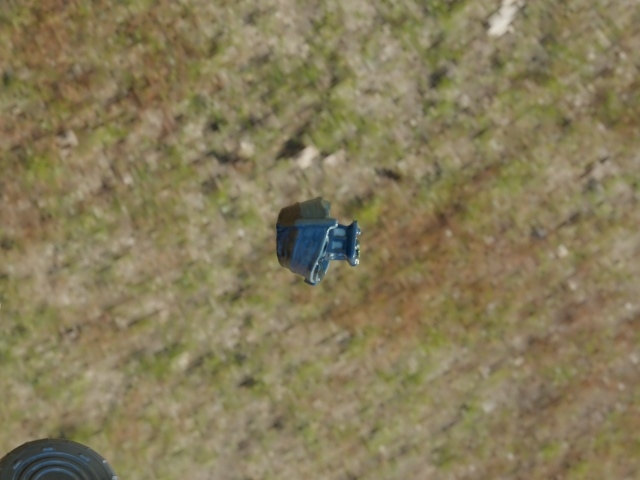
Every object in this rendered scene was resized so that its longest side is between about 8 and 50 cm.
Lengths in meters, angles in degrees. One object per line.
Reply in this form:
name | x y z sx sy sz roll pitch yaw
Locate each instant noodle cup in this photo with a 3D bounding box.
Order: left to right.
instant noodle cup | -0.252 0.265 1.400 0.208 0.178 0.125 -16 145 -32

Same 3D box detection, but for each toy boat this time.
toy boat | 0.000 0.000 1.136 0.060 0.060 0.137 3 166 4
